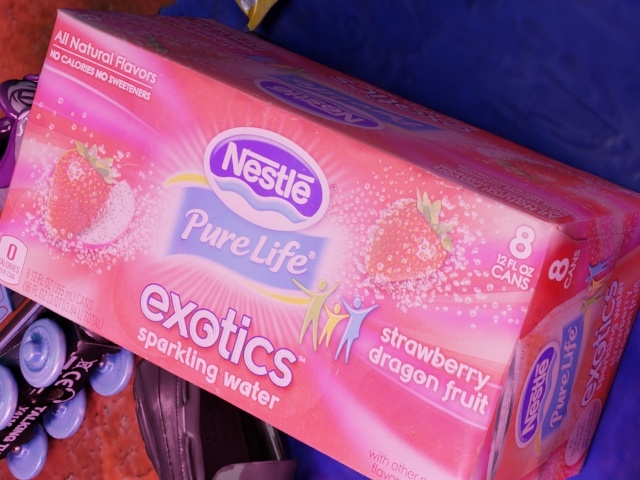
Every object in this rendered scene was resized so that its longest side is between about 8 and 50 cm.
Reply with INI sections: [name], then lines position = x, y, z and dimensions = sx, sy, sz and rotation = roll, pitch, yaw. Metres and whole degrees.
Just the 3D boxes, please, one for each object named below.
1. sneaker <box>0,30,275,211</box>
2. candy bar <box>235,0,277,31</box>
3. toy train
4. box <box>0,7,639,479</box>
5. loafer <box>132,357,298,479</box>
[sneaker]
position = -0.130, -0.071, 1.129
dimensions = 0.224, 0.098, 0.083
rotation = -28, 44, 31
[candy bar]
position = -0.067, -0.189, 1.149
dimensions = 0.040, 0.018, 0.161
rotation = -52, 58, 29
[toy train]
position = -0.191, 0.076, 1.219
dimensions = 0.184, 0.080, 0.105
rotation = -45, 53, 30
[box]
position = 0.000, 0.000, 0.967
dimensions = 0.300, 0.142, 0.154
rotation = 26, 106, 28
[loafer]
position = -0.047, 0.147, 1.085
dimensions = 0.078, 0.076, 0.223
rotation = -42, 59, 43
